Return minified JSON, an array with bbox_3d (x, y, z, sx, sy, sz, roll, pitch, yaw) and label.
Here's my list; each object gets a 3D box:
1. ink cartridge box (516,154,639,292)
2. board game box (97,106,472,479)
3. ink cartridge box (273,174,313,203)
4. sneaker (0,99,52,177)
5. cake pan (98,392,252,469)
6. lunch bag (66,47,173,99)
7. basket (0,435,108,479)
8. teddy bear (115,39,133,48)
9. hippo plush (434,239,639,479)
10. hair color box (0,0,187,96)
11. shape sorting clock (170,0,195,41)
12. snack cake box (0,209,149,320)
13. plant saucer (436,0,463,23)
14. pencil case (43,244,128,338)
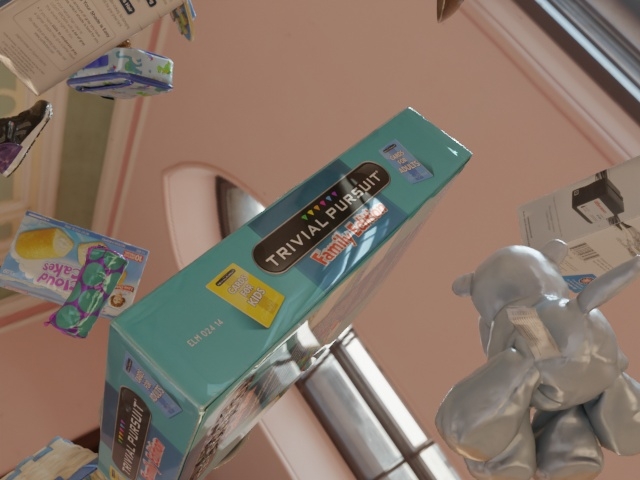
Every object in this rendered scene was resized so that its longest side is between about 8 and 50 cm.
[{"bbox_3d":[0.574,-0.030,1.176,0.307,0.129,0.223,-26,-40,38],"label":"ink cartridge box"},{"bbox_3d":[-0.030,0.058,0.531,0.336,0.079,0.254,-40,-16,-40],"label":"board game box"},{"bbox_3d":[0.000,0.000,1.065,0.092,0.158,0.218,-33,-11,-6],"label":"ink cartridge box"},{"bbox_3d":[-0.876,-0.325,1.758,0.107,0.283,0.124,-23,-48,38],"label":"sneaker"},{"bbox_3d":[-0.277,0.333,1.200,0.293,0.293,0.054,-39,23,10],"label":"cake pan"},{"bbox_3d":[-0.467,-0.385,1.419,0.219,0.090,0.176,3,2,31],"label":"lunch bag"},{"bbox_3d":[-0.406,0.501,1.064,0.201,0.289,0.254,-42,-43,-41],"label":"basket"},{"bbox_3d":[-0.594,-0.593,1.672,0.245,0.113,0.338,-44,-30,-25],"label":"teddy bear"},{"bbox_3d":[0.222,0.119,0.713,0.234,0.236,0.294,-24,-60,5],"label":"hippo plush"},{"bbox_3d":[-0.338,-0.384,0.908,0.347,0.105,0.174,-34,-18,-5],"label":"hair color box"},{"bbox_3d":[-0.282,-0.475,1.150,0.040,0.206,0.206,-23,-20,-9],"label":"shape sorting clock"},{"bbox_3d":[-0.522,0.060,1.311,0.264,0.152,0.089,21,-31,-19],"label":"snack cake box"},{"bbox_3d":[0.273,-0.600,1.234,0.050,0.310,0.310,3,-18,6],"label":"plant saucer"},{"bbox_3d":[-0.374,0.081,0.987,0.070,0.064,0.151,31,-101,-31],"label":"pencil case"}]
